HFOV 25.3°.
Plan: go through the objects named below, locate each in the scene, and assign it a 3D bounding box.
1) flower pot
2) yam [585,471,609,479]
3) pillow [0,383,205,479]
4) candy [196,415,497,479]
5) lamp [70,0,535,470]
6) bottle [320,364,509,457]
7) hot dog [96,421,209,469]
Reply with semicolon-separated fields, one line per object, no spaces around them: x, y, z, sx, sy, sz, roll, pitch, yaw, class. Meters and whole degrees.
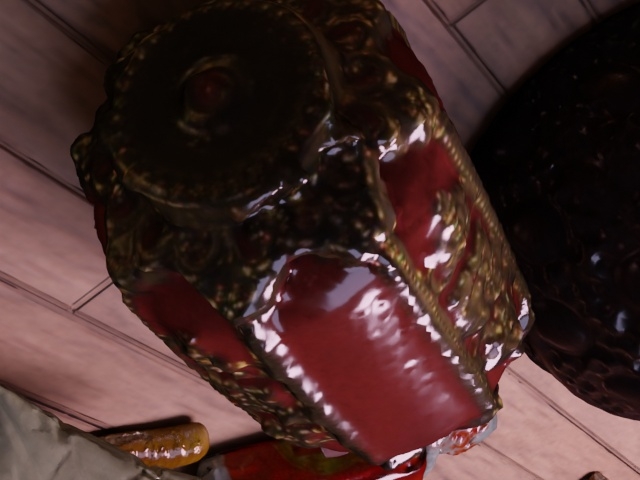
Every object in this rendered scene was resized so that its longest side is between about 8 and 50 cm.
0.242;0.034;0.796;0.267;0.267;0.266;-19;146;-14;flower pot
0.212;0.267;1.314;0.032;0.032;0.145;12;129;-46;yam
-0.224;0.191;0.753;0.274;0.076;0.281;34;103;-36;pillow
-0.006;0.167;0.981;0.292;0.059;0.086;-13;147;-23;candy
0.000;0.000;0.661;0.177;0.177;0.274;-32;147;5;lamp
0.055;0.089;0.924;0.140;0.053;0.053;-27;147;-3;bottle
-0.132;0.139;0.875;0.137;0.028;0.044;-8;149;-32;hot dog
